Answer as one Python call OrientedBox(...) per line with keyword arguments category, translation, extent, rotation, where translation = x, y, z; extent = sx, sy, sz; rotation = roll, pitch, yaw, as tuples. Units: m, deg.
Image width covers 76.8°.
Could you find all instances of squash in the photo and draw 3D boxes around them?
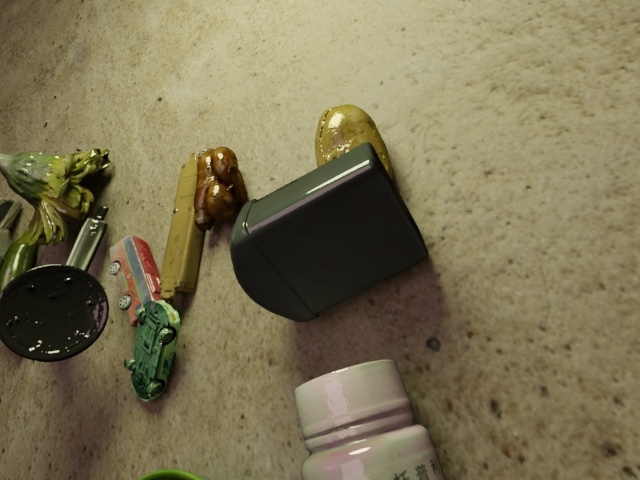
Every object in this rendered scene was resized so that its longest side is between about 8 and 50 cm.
OrientedBox(category="squash", translation=(-0.762, 0.117, 1.006), extent=(0.080, 0.071, 0.319), rotation=(-20, 65, 22))

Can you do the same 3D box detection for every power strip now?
OrientedBox(category="power strip", translation=(-0.256, -0.024, 0.775), extent=(0.064, 0.044, 0.306), rotation=(-5, 70, 28))

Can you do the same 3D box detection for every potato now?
OrientedBox(category="potato", translation=(0.047, -0.119, 0.593), extent=(0.107, 0.080, 0.171), rotation=(-7, 73, -5))

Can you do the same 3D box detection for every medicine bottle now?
OrientedBox(category="medicine bottle", translation=(0.060, 0.270, 0.426), extent=(0.151, 0.152, 0.255), rotation=(-26, 64, 21))

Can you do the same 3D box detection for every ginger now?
OrientedBox(category="ginger", translation=(-0.180, -0.096, 0.738), extent=(0.103, 0.073, 0.162), rotation=(-7, 76, 43))

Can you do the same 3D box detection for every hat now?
OrientedBox(category="hat", translation=(-0.915, 0.001, 1.097), extent=(0.231, 0.161, 0.275), rotation=(-14, 44, 14))

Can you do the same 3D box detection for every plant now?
OrientedBox(category="plant", translation=(-0.626, -0.153, 0.927), extent=(0.297, 0.261, 0.306), rotation=(43, 123, -9))

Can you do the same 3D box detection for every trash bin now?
OrientedBox(category="trash bin", translation=(0.000, 0.000, 0.534), extent=(0.236, 0.177, 0.101), rotation=(-28, 25, 17))

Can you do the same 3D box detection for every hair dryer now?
OrientedBox(category="hair dryer", translation=(-0.500, 0.057, 0.778), extent=(0.320, 0.155, 0.285), rotation=(-4, 81, 58))

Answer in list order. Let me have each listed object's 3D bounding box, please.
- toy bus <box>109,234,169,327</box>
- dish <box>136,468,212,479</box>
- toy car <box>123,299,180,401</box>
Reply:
OrientedBox(category="toy bus", translation=(-0.353, 0.078, 0.785), extent=(0.077, 0.065, 0.192), rotation=(-39, 59, 6))
OrientedBox(category="dish", translation=(-0.169, 0.474, 0.517), extent=(0.323, 0.124, 0.325), rotation=(-15, 60, 28))
OrientedBox(category="toy car", translation=(-0.292, 0.193, 0.713), extent=(0.093, 0.058, 0.186), rotation=(26, 107, 30))
